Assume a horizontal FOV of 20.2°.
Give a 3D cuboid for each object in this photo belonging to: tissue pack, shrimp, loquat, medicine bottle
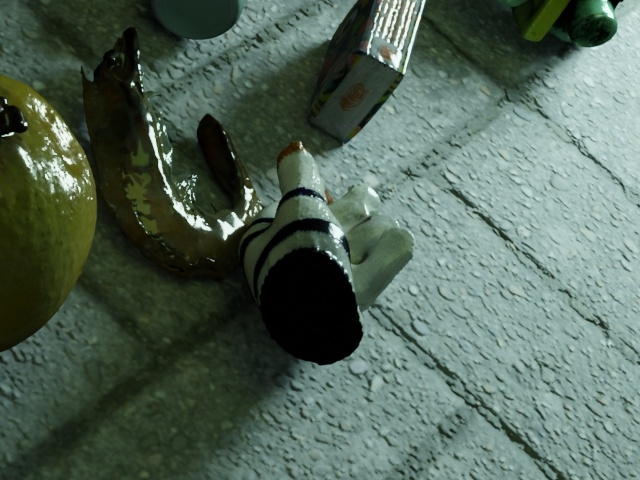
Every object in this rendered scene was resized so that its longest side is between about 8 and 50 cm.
[{"bbox_3d":[0.046,-0.178,1.727,0.060,0.108,0.148,29,41,-11],"label":"tissue pack"},{"bbox_3d":[-0.125,-0.073,1.566,0.173,0.058,0.253,14,48,-32],"label":"shrimp"},{"bbox_3d":[-0.273,-0.025,1.287,0.244,0.244,0.244,18,44,-18],"label":"loquat"},{"bbox_3d":[-0.111,-0.293,1.748,0.090,0.090,0.216,20,43,-16],"label":"medicine bottle"}]

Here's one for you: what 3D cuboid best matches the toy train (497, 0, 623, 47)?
[{"bbox_3d":[0.216,-0.367,1.981,0.237,0.150,0.369,8,48,-26],"label":"toy train"}]

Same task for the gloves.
[{"bbox_3d":[-0.007,0.013,1.519,0.140,0.131,0.218,38,11,-15],"label":"gloves"}]
